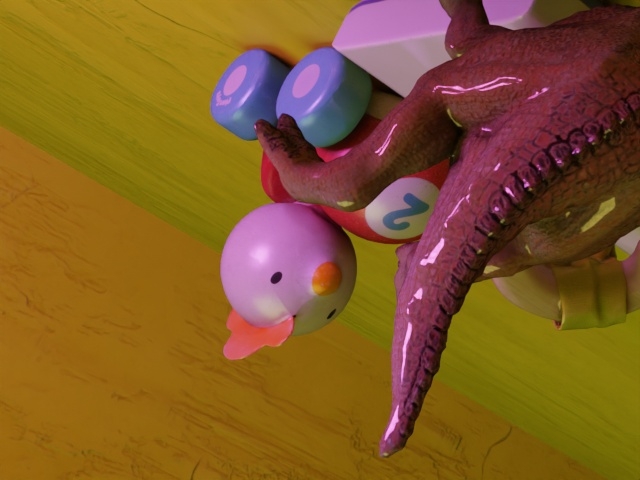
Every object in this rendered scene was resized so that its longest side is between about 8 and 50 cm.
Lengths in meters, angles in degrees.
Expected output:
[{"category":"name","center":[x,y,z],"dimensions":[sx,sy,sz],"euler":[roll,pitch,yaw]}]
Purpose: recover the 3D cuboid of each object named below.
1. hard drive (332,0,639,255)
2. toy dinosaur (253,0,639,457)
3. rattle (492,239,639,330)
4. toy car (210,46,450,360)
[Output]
[{"category":"hard drive","center":[0.184,-0.058,0.753],"dimensions":[0.319,0.040,0.210],"euler":[31,170,-25]},{"category":"toy dinosaur","center":[0.110,-0.050,0.439],"dimensions":[0.200,0.296,0.127],"euler":[-12,111,39]},{"category":"rattle","center":[0.136,-0.056,0.677],"dimensions":[0.130,0.142,0.199],"euler":[-18,128,29]},{"category":"toy car","center":[0.000,0.000,0.977],"dimensions":[0.219,0.238,0.210],"euler":[32,169,-32]}]
